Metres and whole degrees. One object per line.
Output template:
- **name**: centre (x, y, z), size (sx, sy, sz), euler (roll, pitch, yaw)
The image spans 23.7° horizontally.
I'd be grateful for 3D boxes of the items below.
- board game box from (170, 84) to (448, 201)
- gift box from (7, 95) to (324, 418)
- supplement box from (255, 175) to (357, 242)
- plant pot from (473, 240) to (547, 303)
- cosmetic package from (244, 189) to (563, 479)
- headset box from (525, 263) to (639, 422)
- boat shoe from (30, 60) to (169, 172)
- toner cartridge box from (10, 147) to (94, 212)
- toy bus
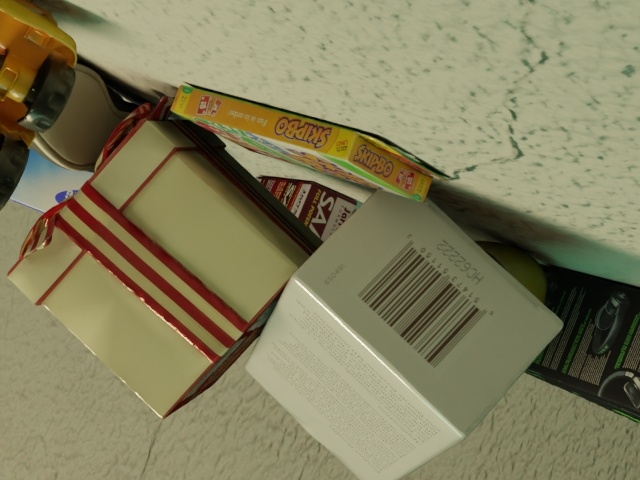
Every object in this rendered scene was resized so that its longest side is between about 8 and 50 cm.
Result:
- **board game box**: centre (-0.012, -0.090, 1.431), size (0.259, 0.039, 0.124), euler (15, 174, 41)
- **gift box**: centre (-0.160, 0.005, 1.622), size (0.258, 0.255, 0.276), euler (43, -175, 6)
- **supplement box**: centre (-0.045, -0.011, 2.033), size (0.073, 0.130, 0.239), euler (24, 175, -20)
- **plant pot**: centre (0.204, 0.057, 1.741), size (0.095, 0.134, 0.134), euler (-18, -154, -42)
- **cosmetic package**: centre (0.071, 0.118, 1.652), size (0.230, 0.161, 0.453), euler (43, 162, 4)
- **headset box**: centre (0.384, 0.143, 1.754), size (0.246, 0.131, 0.283), euler (25, 176, -31)
- **boat shoe**: centre (-0.270, -0.133, 1.706), size (0.095, 0.112, 0.335), euler (19, 178, 25)
- **toner cartridge box**: centre (-0.348, -0.119, 1.972), size (0.347, 0.165, 0.075), euler (20, 176, 19)
- **toy bus**: centre (-0.310, -0.150, 1.368), size (0.149, 0.220, 0.211), euler (29, -153, -17)
